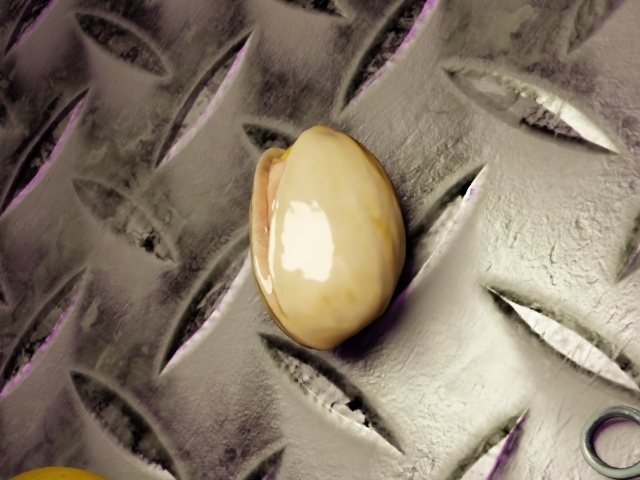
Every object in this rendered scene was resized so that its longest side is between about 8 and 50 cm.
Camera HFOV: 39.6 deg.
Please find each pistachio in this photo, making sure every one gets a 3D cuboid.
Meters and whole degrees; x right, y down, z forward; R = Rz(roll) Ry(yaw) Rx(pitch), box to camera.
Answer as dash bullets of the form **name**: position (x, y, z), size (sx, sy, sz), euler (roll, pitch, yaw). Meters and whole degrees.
- **pistachio**: position (0.000, 0.000, 1.234), size (0.230, 0.230, 0.309), euler (-13, 76, 21)

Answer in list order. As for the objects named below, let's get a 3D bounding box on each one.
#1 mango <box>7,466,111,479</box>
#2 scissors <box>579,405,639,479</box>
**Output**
- **mango**: position (-0.320, 0.489, 1.232), size (0.446, 0.232, 0.300), euler (14, 75, 21)
- **scissors**: position (0.473, 0.220, 0.960), size (0.383, 0.029, 0.256), euler (-46, 49, 30)
